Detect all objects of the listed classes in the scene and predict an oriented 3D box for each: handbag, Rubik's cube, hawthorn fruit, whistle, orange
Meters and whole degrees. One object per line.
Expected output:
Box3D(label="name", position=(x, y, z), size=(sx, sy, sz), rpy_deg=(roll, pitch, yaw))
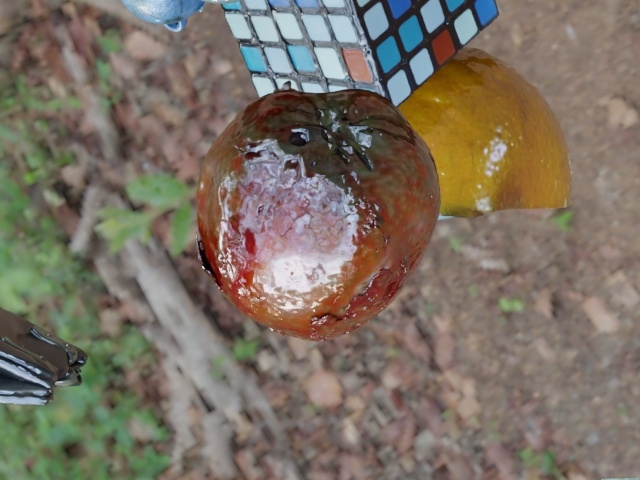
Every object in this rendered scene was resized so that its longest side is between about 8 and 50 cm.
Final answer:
Box3D(label="handbag", position=(-0.432, 0.133, 1.935), size=(0.288, 0.342, 0.152), rpy_deg=(13, 92, 2))
Box3D(label="Rubik's cube", position=(0.027, -0.246, 1.532), size=(0.184, 0.182, 0.187), rpy_deg=(11, 134, 44))
Box3D(label="hawthorn fruit", position=(0.000, 0.000, 1.204), size=(0.181, 0.181, 0.235), rpy_deg=(36, 145, 30))
Box3D(label="whistle", position=(-0.130, -0.230, 1.310), size=(0.090, 0.090, 0.158), rpy_deg=(34, 150, 32))
Box3D(label="orange", position=(0.118, -0.087, 1.719), size=(0.274, 0.310, 0.274), rpy_deg=(33, 143, 28))

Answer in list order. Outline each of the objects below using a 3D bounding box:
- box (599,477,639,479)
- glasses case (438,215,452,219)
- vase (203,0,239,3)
Box3D(label="box", position=(0.409, 0.377, 1.855), size=(0.290, 0.220, 0.166), rpy_deg=(-7, 104, 34))
Box3D(label="glasses case", position=(0.097, -0.067, 2.150), size=(0.105, 0.056, 0.266), rpy_deg=(28, 167, -17))
Box3D(label="vase", position=(-0.011, -0.283, 1.254), size=(0.143, 0.299, 0.143), rpy_deg=(18, 127, 25))
